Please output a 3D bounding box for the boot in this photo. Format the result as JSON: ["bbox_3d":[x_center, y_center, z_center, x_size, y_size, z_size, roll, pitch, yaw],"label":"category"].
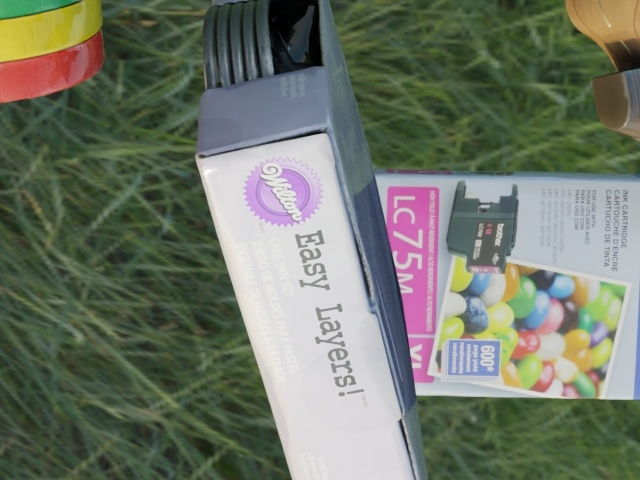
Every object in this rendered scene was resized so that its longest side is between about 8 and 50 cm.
[{"bbox_3d":[0.139,-0.093,0.563,0.087,0.042,0.118,-14,106,-43],"label":"boot"}]

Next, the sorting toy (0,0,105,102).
[{"bbox_3d":[-0.195,-0.121,0.562,0.257,0.255,0.089,-2,114,-2],"label":"sorting toy"}]

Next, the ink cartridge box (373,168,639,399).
[{"bbox_3d":[0.193,0.037,1.162,0.311,0.065,0.185,1,96,-2],"label":"ink cartridge box"}]

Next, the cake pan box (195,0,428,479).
[{"bbox_3d":[0.000,0.000,0.746,0.070,0.245,0.267,-13,121,4],"label":"cake pan box"}]
